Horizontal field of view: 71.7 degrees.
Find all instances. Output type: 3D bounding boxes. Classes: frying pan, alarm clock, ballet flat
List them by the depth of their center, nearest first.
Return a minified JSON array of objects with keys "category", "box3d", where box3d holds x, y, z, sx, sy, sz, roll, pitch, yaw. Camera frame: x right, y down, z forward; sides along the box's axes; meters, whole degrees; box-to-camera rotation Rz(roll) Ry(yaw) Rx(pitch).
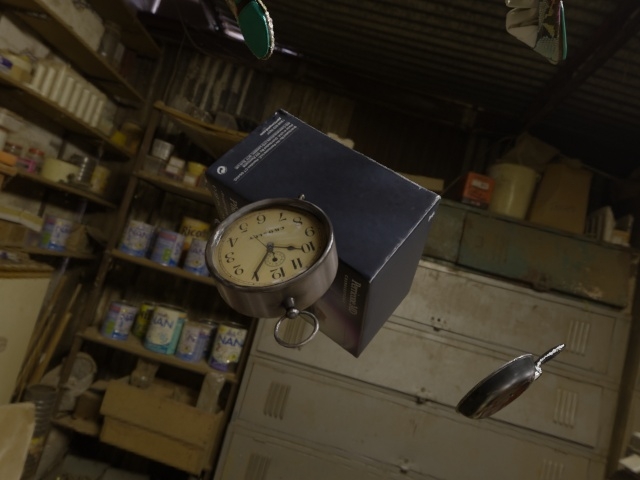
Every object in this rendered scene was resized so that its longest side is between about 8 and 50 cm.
[{"category":"alarm clock","box3d":[-0.042,0.030,0.440,0.129,0.064,0.192,-17,41,-6]},{"category":"ballet flat","box3d":[0.284,-0.315,0.580,0.079,0.077,0.221,-10,-25,20]},{"category":"frying pan","box3d":[0.414,0.313,0.955,0.326,0.197,0.053,8,36,-41]},{"category":"ballet flat","box3d":[-0.161,-0.533,1.006,0.091,0.241,0.077,-19,15,34]}]

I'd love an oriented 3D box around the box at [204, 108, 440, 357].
[{"category":"box","box3d":[0.000,0.000,0.725,0.294,0.183,0.296,32,-27,20]}]
